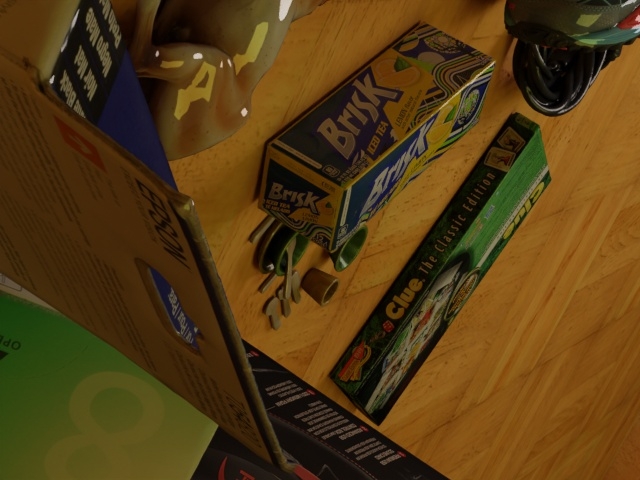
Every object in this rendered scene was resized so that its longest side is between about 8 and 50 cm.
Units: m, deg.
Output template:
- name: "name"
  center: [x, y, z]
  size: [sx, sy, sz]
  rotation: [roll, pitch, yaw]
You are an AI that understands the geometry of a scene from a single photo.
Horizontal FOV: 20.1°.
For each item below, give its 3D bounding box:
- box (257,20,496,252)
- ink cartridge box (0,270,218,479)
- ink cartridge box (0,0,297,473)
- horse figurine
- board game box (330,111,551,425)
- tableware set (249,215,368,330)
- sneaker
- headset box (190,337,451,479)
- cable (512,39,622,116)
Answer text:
- name: "box"
  center: [0.036, -0.066, 1.094]
  size: [0.169, 0.059, 0.054]
  rotation: [-42, 154, -40]
- name: "ink cartridge box"
  center: [-0.161, 0.105, 0.704]
  size: [0.225, 0.181, 0.056]
  rotation: [-63, -161, 14]
- name: "ink cartridge box"
  center: [-0.096, -0.036, 0.551]
  size: [0.045, 0.224, 0.223]
  rotation: [-51, 161, -16]
- name: "horse figurine"
  center: [-0.046, -0.109, 0.812]
  size: [0.263, 0.066, 0.174]
  rotation: [-54, 156, -16]
- name: "board game box"
  center: [0.102, 0.027, 1.466]
  size: [0.260, 0.030, 0.136]
  rotation: [-54, 159, -8]
- name: "tableware set"
  center: [0.000, 0.000, 1.169]
  size: [0.104, 0.024, 0.154]
  rotation: [-51, 160, -19]
- name: "sneaker"
  center: [0.200, -0.230, 1.231]
  size: [0.262, 0.104, 0.125]
  rotation: [-48, 143, -37]
- name: "headset box"
  center: [-0.049, 0.147, 0.858]
  size: [0.218, 0.293, 0.110]
  rotation: [-18, 137, -64]
- name: "cable"
  center: [0.203, -0.169, 1.371]
  size: [0.184, 0.047, 0.150]
  rotation: [-24, 142, -58]
